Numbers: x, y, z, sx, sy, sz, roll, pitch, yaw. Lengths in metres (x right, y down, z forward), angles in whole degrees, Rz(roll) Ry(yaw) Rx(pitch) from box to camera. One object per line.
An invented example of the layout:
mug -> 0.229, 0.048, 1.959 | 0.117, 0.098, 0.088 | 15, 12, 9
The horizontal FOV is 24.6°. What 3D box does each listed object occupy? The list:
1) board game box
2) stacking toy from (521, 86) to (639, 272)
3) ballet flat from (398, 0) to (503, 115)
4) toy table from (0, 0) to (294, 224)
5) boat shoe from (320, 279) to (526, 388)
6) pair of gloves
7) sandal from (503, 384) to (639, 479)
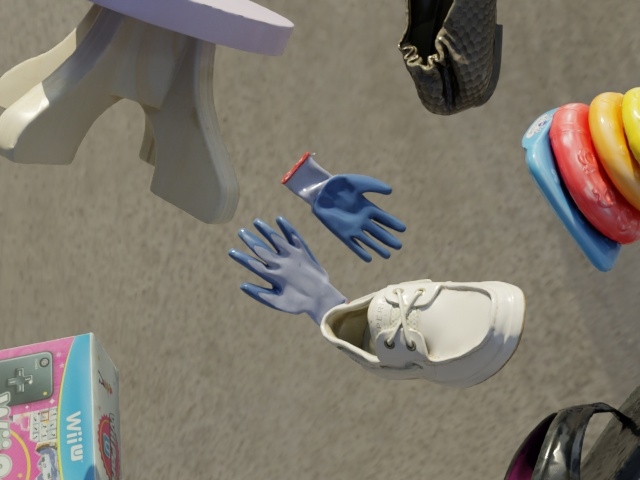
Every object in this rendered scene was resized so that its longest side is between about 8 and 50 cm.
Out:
board game box -> -0.347, 0.229, 1.410 | 0.303, 0.097, 0.224 | -11, 58, 5
stacking toy -> 0.373, -0.113, 1.503 | 0.165, 0.302, 0.175 | 56, 33, -9
ballet flat -> 0.079, -0.202, 0.924 | 0.058, 0.084, 0.249 | -9, 108, -37
toy table -> -0.149, -0.135, 1.166 | 0.252, 0.274, 0.160 | 32, 106, 38
boat shoe -> 0.087, 0.085, 1.401 | 0.096, 0.277, 0.098 | 20, 71, -25
pair of gloves -> 0.000, 0.000, 1.625 | 0.159, 0.023, 0.198 | 39, 76, -14
sandal -> 0.245, 0.291, 1.627 | 0.107, 0.167, 0.446 | 45, 73, -1
